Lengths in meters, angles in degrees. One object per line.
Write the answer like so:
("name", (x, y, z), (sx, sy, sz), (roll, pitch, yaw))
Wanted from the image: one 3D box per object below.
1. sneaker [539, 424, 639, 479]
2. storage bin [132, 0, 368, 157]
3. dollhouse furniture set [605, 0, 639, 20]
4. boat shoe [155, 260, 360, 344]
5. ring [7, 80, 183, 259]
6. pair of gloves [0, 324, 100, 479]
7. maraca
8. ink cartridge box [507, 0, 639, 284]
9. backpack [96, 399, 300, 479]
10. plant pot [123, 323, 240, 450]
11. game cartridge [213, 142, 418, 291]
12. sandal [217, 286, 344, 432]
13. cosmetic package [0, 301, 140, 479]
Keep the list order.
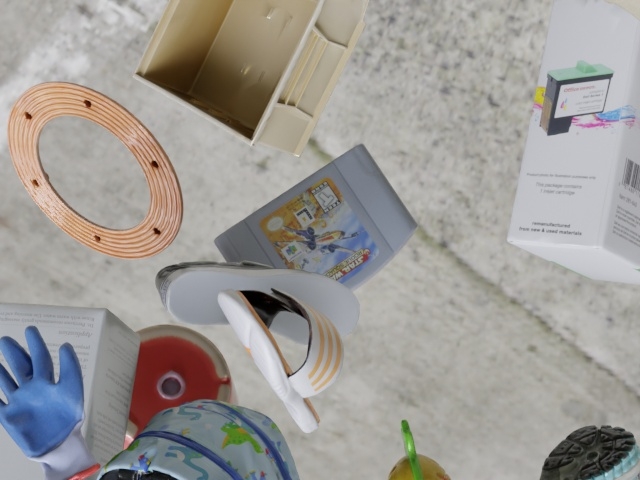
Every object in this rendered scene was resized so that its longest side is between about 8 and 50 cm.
("sneaker", (0.250, 0.322, 1.279), (0.110, 0.283, 0.122), (13, 131, 60))
("storage bin", (-0.098, -0.293, 1.761), (0.262, 0.260, 0.123), (31, -171, 34))
("dollhouse furniture set", (0.340, -0.325, 1.155), (0.301, 0.197, 0.151), (37, 148, 2))
("boat shoe", (-0.092, 0.082, 1.744), (0.301, 0.108, 0.102), (5, -167, -22))
("ring", (-0.362, -0.113, 1.952), (0.336, 0.032, 0.337), (17, 132, 20))
("pair of gloves", (-0.278, 0.170, 1.010), (0.198, 0.159, 0.023), (-33, 149, 3))
("maraca", (0.134, 0.340, 1.652), (0.099, 0.186, 0.127), (-10, 158, -4))
("ink cartridge box", (0.324, -0.106, 1.319), (0.117, 0.278, 0.201), (6, 170, 40))
("backpack", (-0.141, 0.375, 1.505), (0.290, 0.273, 0.355), (7, 136, 37))
("plant pot", (-0.244, 0.261, 1.899), (0.275, 0.275, 0.243), (22, 155, 0))
("game cartridge", (0.000, 0.000, 1.974), (0.198, 0.297, 0.062), (56, 177, 11))
("sandal", (-0.021, 0.095, 1.077), (0.102, 0.076, 0.265), (55, 175, 23))
("cosmetic package", (-0.375, 0.280, 1.536), (0.217, 0.385, 0.156), (4, 163, 12))
